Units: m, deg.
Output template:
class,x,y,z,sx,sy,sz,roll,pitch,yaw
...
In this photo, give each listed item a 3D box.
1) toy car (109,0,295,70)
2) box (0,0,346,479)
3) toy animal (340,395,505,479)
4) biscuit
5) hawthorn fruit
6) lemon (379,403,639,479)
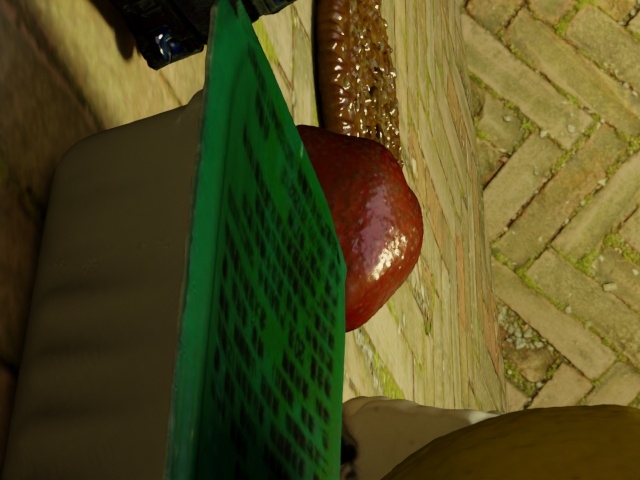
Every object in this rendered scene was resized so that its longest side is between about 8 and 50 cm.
class,x,y,z,sx,sy,sz,roll,pitch,yaw
toy car,-0.078,-0.159,0.715,0.063,0.103,0.216,66,6,20
box,-0.065,0.080,0.653,0.264,0.106,0.336,66,24,-55
toy animal,0.085,0.224,1.057,0.156,0.204,0.208,16,78,-73
biscuit,0.046,-0.141,1.388,0.305,0.038,0.305,-5,90,-78
hawthorn fruit,0.000,0.000,0.926,0.132,0.133,0.138,71,36,-47
lemon,0.110,0.192,0.598,0.267,0.267,0.267,-5,90,-78
